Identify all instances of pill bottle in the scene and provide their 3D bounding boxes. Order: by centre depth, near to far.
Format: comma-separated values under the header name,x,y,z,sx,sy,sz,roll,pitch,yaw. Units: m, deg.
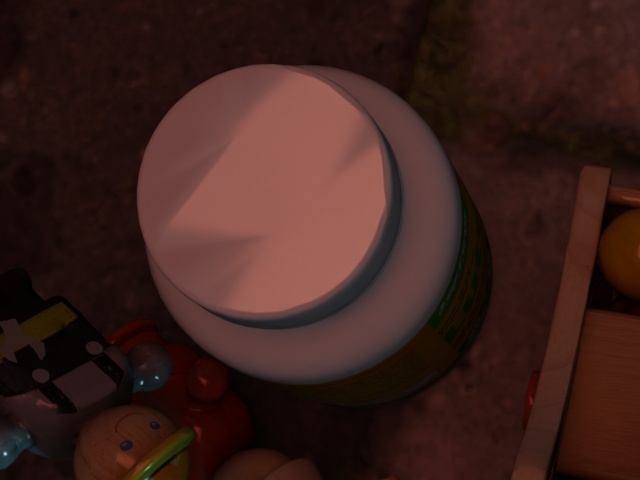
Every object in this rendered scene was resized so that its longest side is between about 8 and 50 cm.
name,x,y,z,sx,sy,sz,roll,pitch,yaw
pill bottle,0.000,0.000,0.798,0.136,0.245,0.136,-2,81,10

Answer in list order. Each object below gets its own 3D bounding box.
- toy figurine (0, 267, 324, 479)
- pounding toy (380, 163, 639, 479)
name,x,y,z,sx,sy,sz,roll,pitch,yaw
toy figurine,-0.119,0.137,0.815,0.148,0.209,0.213,42,91,24
pounding toy,0.096,0.092,0.794,0.155,0.154,0.269,10,70,12
